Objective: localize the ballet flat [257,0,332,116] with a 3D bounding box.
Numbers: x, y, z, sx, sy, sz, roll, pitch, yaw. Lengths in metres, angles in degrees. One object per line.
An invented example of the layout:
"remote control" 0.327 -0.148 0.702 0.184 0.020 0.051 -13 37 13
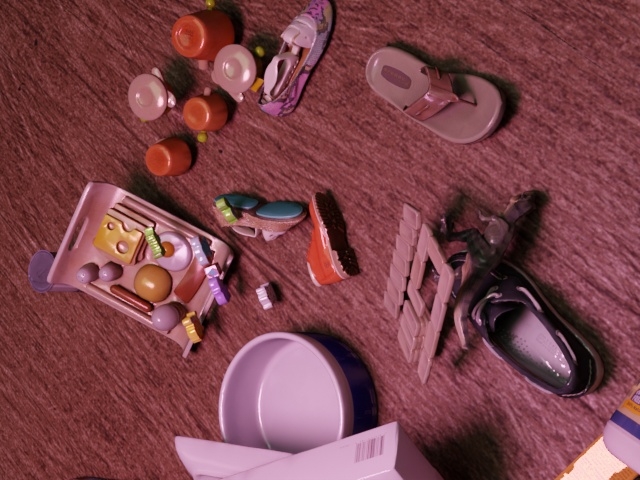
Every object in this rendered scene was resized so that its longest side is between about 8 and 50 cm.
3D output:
"ballet flat" -0.047 -0.317 1.914 0.077 0.079 0.221 35 107 32

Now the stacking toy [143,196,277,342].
"stacking toy" -0.194 0.051 1.942 0.167 0.052 0.221 -23 97 14

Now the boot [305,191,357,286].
"boot" 0.000 0.000 1.873 0.085 0.059 0.158 -26 73 38

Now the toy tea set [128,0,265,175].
"toy tea set" -0.228 -0.271 2.043 0.200 0.124 0.336 48 117 10

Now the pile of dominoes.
"pile of dominoes" 0.158 0.074 1.678 0.196 0.040 0.251 -111 22 -44

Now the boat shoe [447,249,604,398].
"boat shoe" 0.281 0.113 1.629 0.302 0.091 0.114 39 110 32

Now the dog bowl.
"dog bowl" -0.039 0.284 1.853 0.265 0.104 0.265 -3 85 36

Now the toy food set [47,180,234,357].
"toy food set" -0.332 0.052 2.039 0.306 0.092 0.219 28 106 7

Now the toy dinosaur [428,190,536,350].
"toy dinosaur" 0.221 0.024 1.636 0.118 0.064 0.268 15 71 39

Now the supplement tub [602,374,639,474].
"supplement tub" 0.515 0.178 1.337 0.228 0.228 0.316 35 91 33

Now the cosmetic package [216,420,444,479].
"cosmetic package" 0.021 0.442 1.662 0.377 0.284 0.097 -23 33 25

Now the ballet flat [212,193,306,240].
"ballet flat" -0.103 -0.037 1.958 0.206 0.073 0.067 13 122 40

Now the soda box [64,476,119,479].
"soda box" -0.415 0.496 2.150 0.183 0.058 0.063 -3 85 38

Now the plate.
"plate" -0.089 0.436 1.808 0.277 0.045 0.278 1 131 38

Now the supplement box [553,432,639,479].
"supplement box" 0.393 0.326 1.540 0.080 0.078 0.233 50 116 28

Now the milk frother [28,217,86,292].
"milk frother" -0.494 0.026 2.194 0.129 0.135 0.143 -39 65 28

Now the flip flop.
"flip flop" 0.168 -0.235 1.745 0.277 0.080 0.112 34 107 34
